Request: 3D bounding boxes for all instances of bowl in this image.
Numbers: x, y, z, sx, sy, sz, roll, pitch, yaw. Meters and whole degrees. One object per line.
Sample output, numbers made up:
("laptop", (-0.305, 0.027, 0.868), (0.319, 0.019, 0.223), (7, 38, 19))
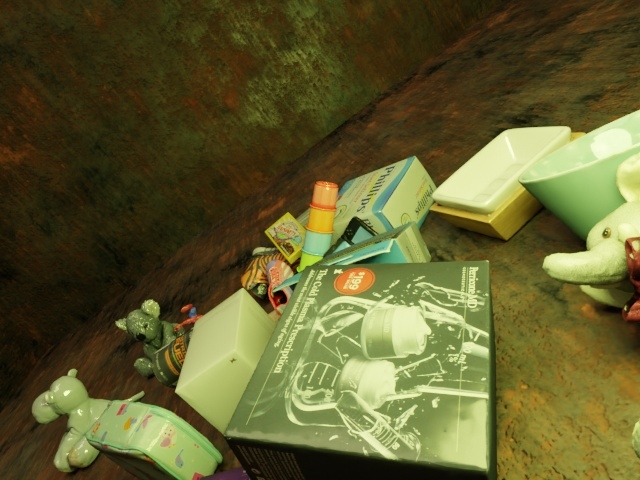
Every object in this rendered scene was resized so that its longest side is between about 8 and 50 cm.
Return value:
("bowl", (0.500, -0.098, 0.709), (0.312, 0.163, 0.311), (-29, 5, 3))

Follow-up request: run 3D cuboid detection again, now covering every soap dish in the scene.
("soap dish", (0.423, -0.132, 1.032), (0.291, 0.118, 0.229), (-41, 21, -7))

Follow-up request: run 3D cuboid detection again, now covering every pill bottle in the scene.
("pill bottle", (-0.376, 0.333, 1.365), (0.246, 0.130, 0.130), (-34, 21, 12))

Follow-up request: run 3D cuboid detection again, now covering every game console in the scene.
("game console", (0.099, 0.032, 1.167), (0.085, 0.144, 0.124), (-37, -18, -43))

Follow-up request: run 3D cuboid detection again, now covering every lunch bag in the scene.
("lunch bag", (-0.360, 0.449, 0.978), (0.279, 0.224, 0.107), (-12, 37, 39))

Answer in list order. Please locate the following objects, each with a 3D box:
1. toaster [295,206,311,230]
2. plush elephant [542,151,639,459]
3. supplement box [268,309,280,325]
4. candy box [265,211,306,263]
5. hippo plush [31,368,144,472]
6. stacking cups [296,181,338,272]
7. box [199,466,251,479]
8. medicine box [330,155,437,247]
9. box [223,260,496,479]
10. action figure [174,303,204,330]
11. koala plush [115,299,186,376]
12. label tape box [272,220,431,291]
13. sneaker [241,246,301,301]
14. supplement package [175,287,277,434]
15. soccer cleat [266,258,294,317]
("toaster", (-0.032, -0.042, 1.566), (0.147, 0.129, 0.227), (-35, 9, 16))
("plush elephant", (0.404, 0.038, 0.525), (0.330, 0.271, 0.255), (-16, 26, -24))
("supplement box", (-0.145, 0.243, 1.303), (0.099, 0.036, 0.062), (-35, 20, 9))
("candy box", (-0.098, -0.012, 1.427), (0.105, 0.027, 0.206), (-39, 38, -6))
("hippo plush", (-0.775, 0.554, 1.408), (0.294, 0.236, 0.234), (-33, 21, 14))
("stacking cups", (0.000, 0.000, 1.233), (0.096, 0.096, 0.315), (-123, 43, -69))
("box", (-0.104, 0.458, 0.703), (0.261, 0.103, 0.184), (-28, 26, 26))
("medicine box", (0.157, -0.081, 1.322), (0.289, 0.149, 0.263), (-16, 30, 47))
("box", (0.091, 0.201, 0.664), (0.313, 0.178, 0.343), (-2, 35, 21))
("action figure", (-0.470, 0.316, 1.615), (0.139, 0.091, 0.280), (-40, 19, -22))
("koala plush", (-0.615, 0.331, 1.630), (0.196, 0.221, 0.203), (-35, 21, 11))
("label tape box", (0.087, 0.069, 0.975), (0.249, 0.115, 0.348), (-23, 3, 22))
("sneaker", (-0.138, 0.113, 1.482), (0.321, 0.125, 0.180), (-11, 47, 46))
("supplement package", (-0.213, 0.289, 1.120), (0.175, 0.177, 0.293), (-35, 20, 7))
("soccer cleat", (-0.119, 0.130, 1.312), (0.083, 0.095, 0.248), (-36, 44, 10))
